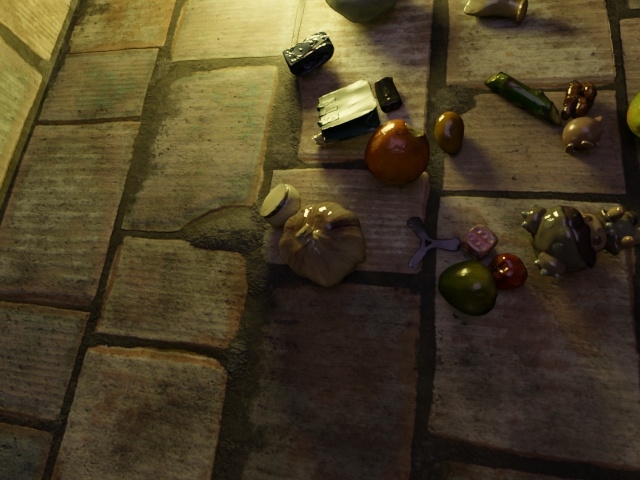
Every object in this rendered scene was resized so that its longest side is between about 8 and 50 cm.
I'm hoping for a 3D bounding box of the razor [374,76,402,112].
[{"bbox_3d":[0.276,-0.600,1.768,0.089,0.054,0.148,-16,68,7],"label":"razor"}]

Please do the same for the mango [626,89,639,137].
[{"bbox_3d":[1.218,-0.464,1.433,0.381,0.201,0.225,-25,58,0],"label":"mango"}]

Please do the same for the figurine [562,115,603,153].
[{"bbox_3d":[0.924,-0.375,1.516,0.125,0.125,0.138,20,64,18],"label":"figurine"}]

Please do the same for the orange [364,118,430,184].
[{"bbox_3d":[0.281,-0.319,1.573,0.239,0.240,0.240,-4,70,11],"label":"orange"}]

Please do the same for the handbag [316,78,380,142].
[{"bbox_3d":[0.104,-0.506,1.689,0.238,0.089,0.327,-16,39,11],"label":"handbag"}]

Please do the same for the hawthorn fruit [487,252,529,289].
[{"bbox_3d":[0.617,0.110,1.416,0.125,0.140,0.125,-27,38,24],"label":"hawthorn fruit"}]

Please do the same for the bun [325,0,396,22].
[{"bbox_3d":[0.181,-1.098,1.890,0.353,0.194,0.355,-4,68,10],"label":"bun"}]

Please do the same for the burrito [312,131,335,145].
[{"bbox_3d":[0.077,-0.440,1.749,0.225,0.061,0.087,-18,23,6],"label":"burrito"}]

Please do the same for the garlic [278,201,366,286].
[{"bbox_3d":[0.004,0.003,1.540,0.321,0.241,0.322,4,60,-6],"label":"garlic"}]

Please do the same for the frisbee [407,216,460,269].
[{"bbox_3d":[0.374,0.021,1.553,0.211,0.012,0.187,36,83,21],"label":"frisbee"}]

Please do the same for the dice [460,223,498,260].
[{"bbox_3d":[0.545,0.007,1.475,0.094,0.091,0.093,-45,68,-4],"label":"dice"}]

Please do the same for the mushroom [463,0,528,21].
[{"bbox_3d":[0.729,-0.975,1.779,0.246,0.096,0.108,15,50,14],"label":"mushroom"}]

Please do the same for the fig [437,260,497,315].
[{"bbox_3d":[0.478,0.152,1.395,0.190,0.181,0.181,4,71,33],"label":"fig"}]

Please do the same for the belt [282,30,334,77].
[{"bbox_3d":[-0.041,-0.802,1.875,0.218,0.122,0.129,-30,69,8],"label":"belt"}]

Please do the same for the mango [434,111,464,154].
[{"bbox_3d":[0.489,-0.410,1.637,0.111,0.089,0.163,10,82,15],"label":"mango"}]

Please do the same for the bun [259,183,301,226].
[{"bbox_3d":[-0.141,-0.129,1.657,0.172,0.119,0.173,-34,38,32],"label":"bun"}]

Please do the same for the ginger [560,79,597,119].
[{"bbox_3d":[0.951,-0.509,1.579,0.103,0.073,0.162,15,81,31],"label":"ginger"}]

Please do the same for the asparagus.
[{"bbox_3d":[0.773,-0.544,1.626,0.082,0.085,0.343,-33,63,-26],"label":"asparagus"}]

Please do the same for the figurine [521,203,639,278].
[{"bbox_3d":[0.844,-0.018,1.374,0.379,0.203,0.249,-9,76,-3],"label":"figurine"}]
